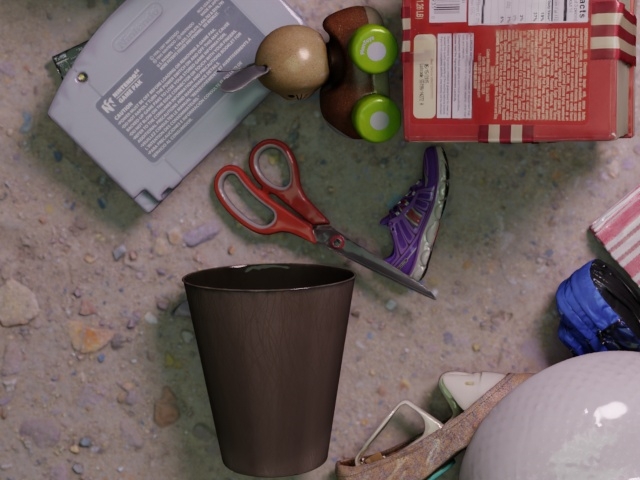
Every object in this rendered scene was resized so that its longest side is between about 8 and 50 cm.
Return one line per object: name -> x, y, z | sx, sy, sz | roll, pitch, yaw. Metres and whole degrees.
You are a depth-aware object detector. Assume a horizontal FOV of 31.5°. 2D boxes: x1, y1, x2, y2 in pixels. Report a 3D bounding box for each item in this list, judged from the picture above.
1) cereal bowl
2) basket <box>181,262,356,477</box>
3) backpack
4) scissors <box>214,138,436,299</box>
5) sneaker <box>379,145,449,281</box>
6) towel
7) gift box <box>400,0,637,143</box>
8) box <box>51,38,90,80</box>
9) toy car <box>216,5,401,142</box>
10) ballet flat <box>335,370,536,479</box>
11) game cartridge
cereal bowl -> 0.336, 0.302, 1.295 | 0.339, 0.141, 0.338 | -4, 116, -8
basket -> -0.056, 0.151, 1.344 | 0.205, 0.154, 0.226 | -2, 100, 4
backpack -> 0.330, 0.092, 1.348 | 0.101, 0.098, 0.120 | -37, 96, 24
scissors -> 0.000, 0.000, 1.366 | 0.297, 0.021, 0.109 | 44, 95, 5
sneaker -> 0.111, -0.034, 1.357 | 0.071, 0.068, 0.169 | 16, 97, 6
towel -> 0.439, 0.010, 1.372 | 0.144, 0.029, 0.197 | -42, 96, 5
gift box -> 0.207, -0.230, 1.242 | 0.276, 0.258, 0.255 | 7, 99, 19
box -> -0.272, -0.208, 1.371 | 0.083, 0.018, 0.067 | -24, 95, 4
toy car -> -0.019, -0.180, 1.258 | 0.189, 0.155, 0.148 | -6, 109, -7
ballet flat -> 0.150, 0.223, 1.369 | 0.316, 0.107, 0.106 | -35, 81, 5
game cartridge -> -0.168, -0.201, 1.339 | 0.294, 0.060, 0.196 | -44, 100, 0
